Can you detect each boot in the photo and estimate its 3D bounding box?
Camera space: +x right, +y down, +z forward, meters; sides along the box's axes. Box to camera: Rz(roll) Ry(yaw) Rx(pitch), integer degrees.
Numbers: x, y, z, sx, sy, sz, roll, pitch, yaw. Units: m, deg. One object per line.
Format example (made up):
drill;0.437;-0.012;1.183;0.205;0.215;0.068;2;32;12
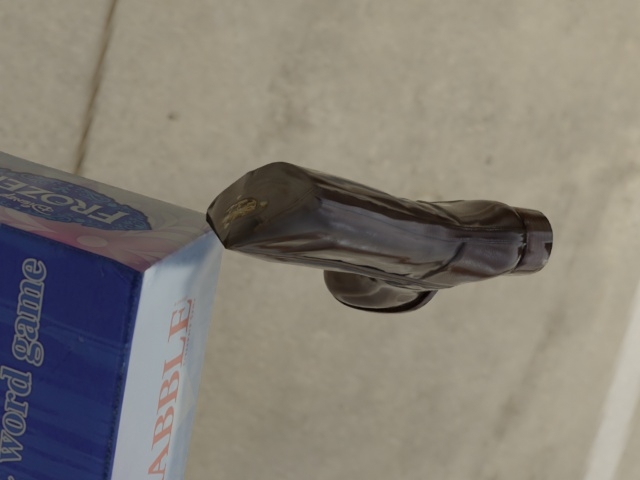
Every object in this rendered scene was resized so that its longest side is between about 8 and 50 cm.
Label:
boot;0.000;0.000;0.582;0.114;0.106;0.037;4;76;-40

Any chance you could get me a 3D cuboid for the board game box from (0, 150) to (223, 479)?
board game box;-0.210;0.102;0.666;0.066;0.318;0.318;-30;134;-63
